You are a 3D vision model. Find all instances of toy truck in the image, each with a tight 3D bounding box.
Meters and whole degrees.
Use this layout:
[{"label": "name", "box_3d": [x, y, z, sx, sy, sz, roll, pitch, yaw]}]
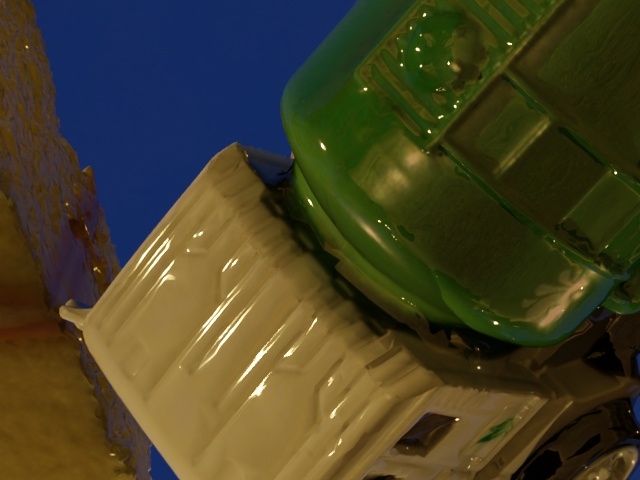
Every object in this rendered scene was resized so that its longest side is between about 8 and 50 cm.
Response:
[{"label": "toy truck", "box_3d": [0.058, -0.029, 0.401, 0.242, 0.101, 0.125, -49, -28, 15]}]

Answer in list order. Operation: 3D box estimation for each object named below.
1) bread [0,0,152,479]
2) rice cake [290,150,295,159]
[{"label": "bread", "box_3d": [-0.309, 0.022, 1.169, 0.405, 0.242, 0.345, -9, -65, -8]}, {"label": "rice cake", "box_3d": [0.000, -0.001, 1.077, 0.055, 0.270, 0.049, 12, -126, 1]}]
